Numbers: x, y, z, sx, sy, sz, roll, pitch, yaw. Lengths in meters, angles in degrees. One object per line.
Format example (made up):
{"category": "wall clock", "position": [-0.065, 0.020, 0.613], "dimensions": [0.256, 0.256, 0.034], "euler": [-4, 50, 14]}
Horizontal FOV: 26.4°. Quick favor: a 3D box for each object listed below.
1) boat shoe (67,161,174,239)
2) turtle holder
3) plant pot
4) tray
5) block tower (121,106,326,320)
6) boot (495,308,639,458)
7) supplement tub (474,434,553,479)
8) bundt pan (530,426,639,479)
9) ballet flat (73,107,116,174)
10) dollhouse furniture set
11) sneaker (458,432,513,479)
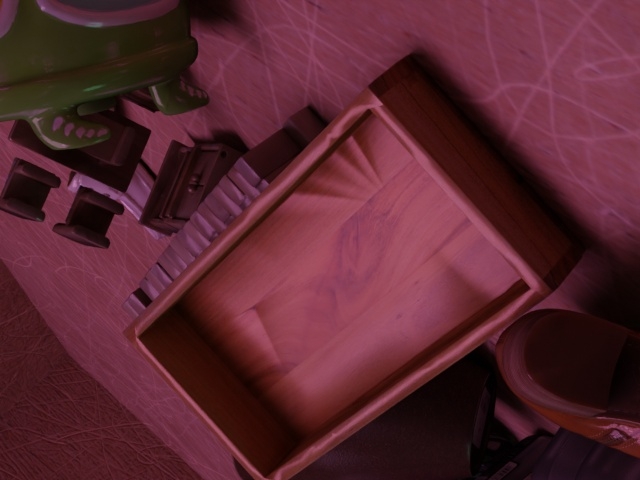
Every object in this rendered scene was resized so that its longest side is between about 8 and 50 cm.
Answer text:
{"category": "boat shoe", "position": [-0.308, -0.097, 1.872], "dimensions": [0.277, 0.096, 0.098], "euler": [51, 162, -10]}
{"category": "turtle holder", "position": [-0.270, -0.200, 1.200], "dimensions": [0.243, 0.320, 0.228], "euler": [-157, 54, -65]}
{"category": "plant pot", "position": [0.055, 0.163, 1.385], "dimensions": [0.230, 0.215, 0.215], "euler": [9, 148, 18]}
{"category": "tray", "position": [0.010, 0.046, 1.147], "dimensions": [0.203, 0.076, 0.411], "euler": [48, 133, 0]}
{"category": "block tower", "position": [-0.087, 0.009, 1.343], "dimensions": [0.091, 0.097, 0.335], "euler": [47, 136, 4]}
{"category": "boot", "position": [0.259, 0.133, 0.992], "dimensions": [0.283, 0.109, 0.220], "euler": [19, 174, 6]}
{"category": "supplement tub", "position": [0.182, 0.290, 1.350], "dimensions": [0.117, 0.190, 0.117], "euler": [41, 152, 28]}
{"category": "bundt pan", "position": [0.308, 0.285, 1.176], "dimensions": [0.331, 0.124, 0.331], "euler": [42, 162, 16]}
{"category": "ballet flat", "position": [-0.322, -0.198, 1.684], "dimensions": [0.106, 0.107, 0.316], "euler": [11, 142, 42]}
{"category": "dollhouse furniture set", "position": [-0.222, -0.094, 1.488], "dimensions": [0.242, 0.212, 0.161], "euler": [25, 172, -26]}
{"category": "sneaker", "position": [0.069, 0.198, 1.555], "dimensions": [0.343, 0.146, 0.134], "euler": [13, 157, 34]}
